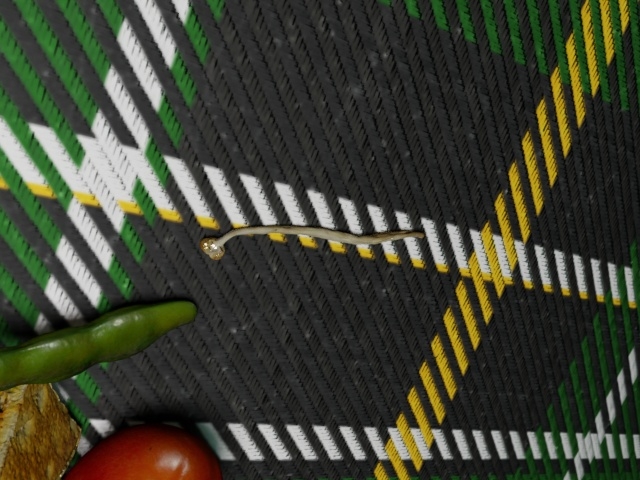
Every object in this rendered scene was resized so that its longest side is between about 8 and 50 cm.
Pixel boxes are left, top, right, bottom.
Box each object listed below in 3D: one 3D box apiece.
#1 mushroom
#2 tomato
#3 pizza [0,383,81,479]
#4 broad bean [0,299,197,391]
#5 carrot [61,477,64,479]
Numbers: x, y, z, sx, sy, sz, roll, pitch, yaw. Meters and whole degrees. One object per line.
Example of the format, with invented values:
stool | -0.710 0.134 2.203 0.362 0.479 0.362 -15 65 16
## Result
mushroom | 0.002 -0.005 0.819 0.286 0.026 0.028 -5 132 -29
tomato | -0.194 0.280 0.762 0.195 0.136 0.195 -52 162 -25
pizza | -0.282 0.183 0.695 0.046 0.175 0.134 -6 81 5
broad bean | -0.231 0.101 0.683 0.297 0.043 0.060 -13 140 -50
carrot | -0.341 0.279 0.758 0.165 0.035 0.036 -9 118 -23
